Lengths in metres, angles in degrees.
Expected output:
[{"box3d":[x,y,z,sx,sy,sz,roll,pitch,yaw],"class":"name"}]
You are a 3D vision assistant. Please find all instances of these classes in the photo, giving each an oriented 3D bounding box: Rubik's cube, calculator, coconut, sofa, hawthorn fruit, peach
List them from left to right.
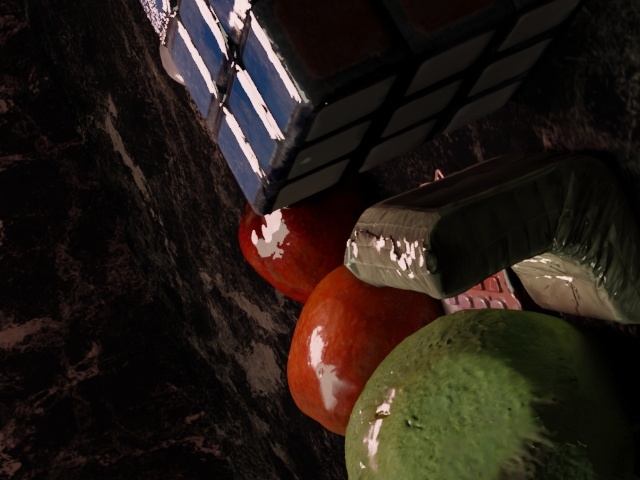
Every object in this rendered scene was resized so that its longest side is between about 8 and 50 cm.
[{"box3d":[0.000,0.000,1.930,0.251,0.189,0.189,51,170,-25],"class":"hawthorn fruit"},{"box3d":[0.021,-0.246,1.276,0.305,0.303,0.301,63,163,10],"class":"Rubik's cube"},{"box3d":[0.078,0.128,1.799,0.232,0.257,0.232,27,-172,-4],"class":"peach"},{"box3d":[0.196,0.069,1.636,0.330,0.048,0.220,70,163,-10],"class":"calculator"},{"box3d":[0.180,0.216,1.438,0.281,0.328,0.328,5,128,25],"class":"coconut"},{"box3d":[0.169,0.025,1.345,0.210,0.225,0.176,7,117,67],"class":"sofa"}]

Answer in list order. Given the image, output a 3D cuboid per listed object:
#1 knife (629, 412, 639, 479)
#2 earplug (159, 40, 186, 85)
[{"box3d":[0.359,0.313,1.427,0.123,0.053,0.278,110,151,-71],"class":"knife"},{"box3d":[-0.123,-0.336,1.835,0.325,0.175,0.214,95,152,-41],"class":"earplug"}]
